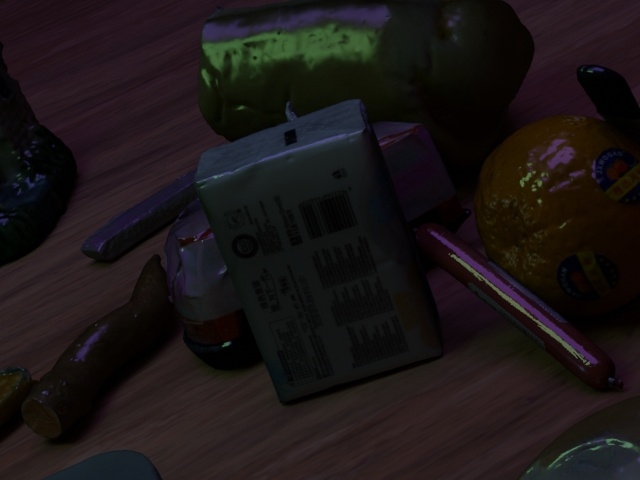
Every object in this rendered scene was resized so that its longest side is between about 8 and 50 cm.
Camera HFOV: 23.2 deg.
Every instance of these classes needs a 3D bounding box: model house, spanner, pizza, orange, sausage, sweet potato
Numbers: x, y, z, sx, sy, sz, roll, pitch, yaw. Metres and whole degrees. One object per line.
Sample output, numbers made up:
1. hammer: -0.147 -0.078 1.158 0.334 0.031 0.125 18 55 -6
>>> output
1. model house: -0.494 -0.123 2.011 0.243 0.284 0.298 -19 23 15
2. spanner: 0.284 -0.093 1.379 0.087 0.316 0.024 16 81 26
3. pizza: -0.387 0.185 1.549 0.176 0.036 0.185 0 33 42
4. orange: 0.219 -0.022 1.343 0.155 0.177 0.177 -39 30 -31
5. sausage: 0.161 0.052 1.310 0.034 0.034 0.253 -30 48 -22
6. sweet potato: -0.204 0.099 1.559 0.067 0.059 0.281 -17 20 37

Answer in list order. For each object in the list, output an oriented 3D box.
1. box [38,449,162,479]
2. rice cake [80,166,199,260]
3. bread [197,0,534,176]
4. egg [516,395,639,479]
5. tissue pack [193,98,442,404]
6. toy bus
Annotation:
1. box: -0.235 0.324 1.033 0.367 0.090 0.373 -24 31 -6
2. rice cake: -0.198 -0.033 1.870 0.207 0.036 0.047 -34 17 -29
3. bread: 0.069 -0.160 1.725 0.341 0.210 0.300 -4 0 17
4. egg: 0.199 0.187 0.882 0.201 0.201 0.244 -4 16 32
5. tissue pack: 0.000 0.000 1.400 0.159 0.229 0.145 -18 22 6
6. toy bus: -0.012 -0.003 1.533 0.303 0.147 0.127 -26 19 -16
